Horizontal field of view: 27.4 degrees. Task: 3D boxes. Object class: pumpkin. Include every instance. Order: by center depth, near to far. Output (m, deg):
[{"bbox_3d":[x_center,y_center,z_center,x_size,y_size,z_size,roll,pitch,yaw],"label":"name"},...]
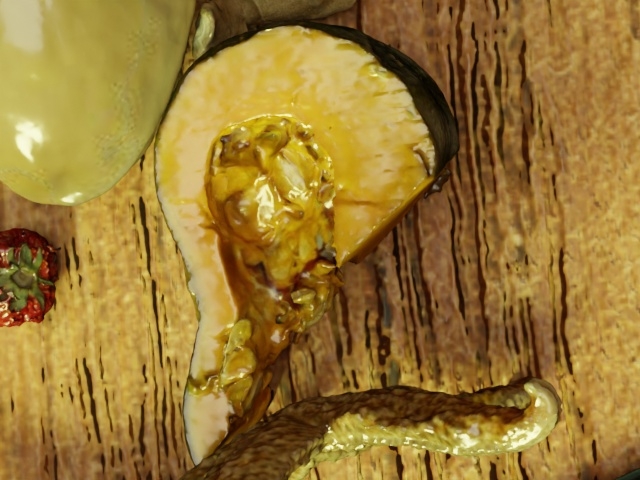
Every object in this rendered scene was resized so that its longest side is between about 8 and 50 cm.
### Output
[{"bbox_3d":[0.000,0.000,0.860,0.190,0.139,0.280,-6,91,9],"label":"pumpkin"}]

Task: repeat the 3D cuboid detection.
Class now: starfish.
[{"bbox_3d":[-0.006,0.147,0.804,0.375,0.327,0.094,-20,74,-25],"label":"starfish"}]

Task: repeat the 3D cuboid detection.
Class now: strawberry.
[{"bbox_3d":[-0.225,0.026,0.930,0.083,0.073,0.073,-4,90,43],"label":"strawberry"}]

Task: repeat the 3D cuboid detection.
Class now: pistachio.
[{"bbox_3d":[-0.170,-0.170,0.867,0.182,0.162,0.293,4,91,-1],"label":"pistachio"}]

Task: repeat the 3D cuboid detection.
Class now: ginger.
[{"bbox_3d":[0.027,-0.214,0.889,0.288,0.075,0.089,-32,108,2],"label":"ginger"}]

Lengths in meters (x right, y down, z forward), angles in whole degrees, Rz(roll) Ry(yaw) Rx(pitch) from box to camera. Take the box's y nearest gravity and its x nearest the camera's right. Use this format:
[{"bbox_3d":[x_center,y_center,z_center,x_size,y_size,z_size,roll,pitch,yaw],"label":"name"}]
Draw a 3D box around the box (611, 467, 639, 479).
[{"bbox_3d":[0.216,0.238,0.879,0.230,0.050,0.160,-26,88,6],"label":"box"}]
